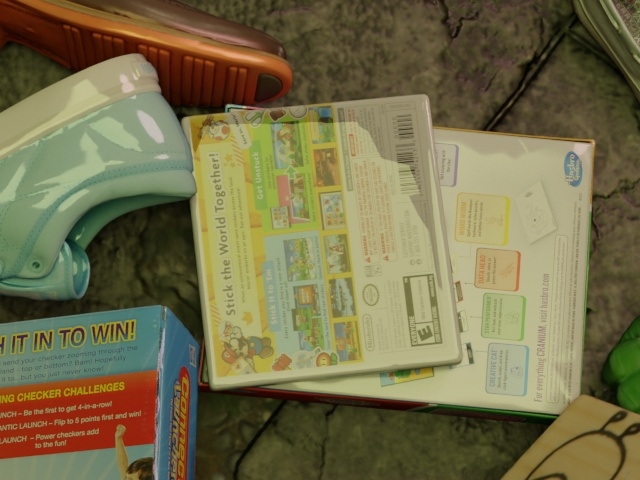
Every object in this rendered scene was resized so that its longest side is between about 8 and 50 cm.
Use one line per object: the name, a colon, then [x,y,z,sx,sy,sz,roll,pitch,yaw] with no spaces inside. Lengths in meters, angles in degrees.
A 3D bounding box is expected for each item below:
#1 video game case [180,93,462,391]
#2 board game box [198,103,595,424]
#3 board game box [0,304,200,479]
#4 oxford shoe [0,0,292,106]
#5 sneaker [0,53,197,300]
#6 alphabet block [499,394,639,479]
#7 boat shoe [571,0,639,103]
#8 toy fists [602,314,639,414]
video game case: [0.000,0.000,1.475,0.206,0.026,0.227,-6,80,-5]
board game box: [0.065,0.021,1.521,0.316,0.064,0.242,6,79,-3]
board game box: [-0.250,0.217,1.365,0.308,0.086,0.302,-7,63,15]
oxford shoe: [-0.190,-0.212,1.521,0.364,0.130,0.132,17,69,-3]
sneaker: [-0.265,0.000,1.443,0.366,0.135,0.150,-31,80,7]
alphabet block: [0.243,0.260,1.394,0.192,0.197,0.193,-44,108,-12]
boat shoe: [0.305,-0.158,1.565,0.079,0.081,0.227,-39,84,-10]
toy fists: [0.352,0.156,1.465,0.279,0.096,0.142,39,97,25]
